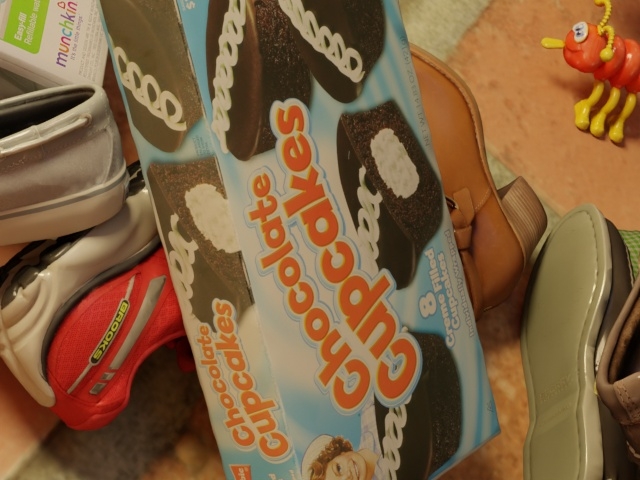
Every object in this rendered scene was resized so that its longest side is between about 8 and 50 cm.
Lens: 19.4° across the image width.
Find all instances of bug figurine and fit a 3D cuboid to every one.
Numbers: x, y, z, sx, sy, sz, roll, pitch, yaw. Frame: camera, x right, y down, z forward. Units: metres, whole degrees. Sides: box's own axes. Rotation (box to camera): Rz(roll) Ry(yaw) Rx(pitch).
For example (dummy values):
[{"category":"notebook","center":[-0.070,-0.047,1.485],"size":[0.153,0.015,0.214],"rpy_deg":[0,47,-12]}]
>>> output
[{"category":"bug figurine","center":[0.252,-0.199,1.459],"size":[0.216,0.072,0.279],"rpy_deg":[16,51,-28]}]

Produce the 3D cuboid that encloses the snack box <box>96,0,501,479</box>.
[{"category":"snack box","center":[-0.004,-0.008,1.029],"size":[0.187,0.060,0.322],"rpy_deg":[-27,106,-49]}]

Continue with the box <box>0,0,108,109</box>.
[{"category":"box","center":[-0.232,-0.187,1.046],"size":[0.231,0.127,0.262],"rpy_deg":[21,49,-23]}]

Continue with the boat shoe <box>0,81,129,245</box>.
[{"category":"boat shoe","center":[-0.210,-0.035,0.936],"size":[0.227,0.081,0.079],"rpy_deg":[-12,26,-16]}]

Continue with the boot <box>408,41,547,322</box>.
[{"category":"boot","center":[0.054,-0.035,1.189],"size":[0.197,0.073,0.152],"rpy_deg":[46,43,-1]}]

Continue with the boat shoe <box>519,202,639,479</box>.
[{"category":"boat shoe","center":[0.176,0.084,1.196],"size":[0.068,0.081,0.228],"rpy_deg":[24,55,-25]}]

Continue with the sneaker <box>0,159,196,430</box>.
[{"category":"sneaker","center":[-0.078,0.013,1.060],"size":[0.279,0.107,0.118],"rpy_deg":[-41,106,-43]}]

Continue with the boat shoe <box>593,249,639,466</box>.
[{"category":"boat shoe","center":[0.250,0.018,1.162],"size":[0.097,0.116,0.324],"rpy_deg":[51,44,-21]}]

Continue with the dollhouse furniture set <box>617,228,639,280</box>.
[{"category":"dollhouse furniture set","center":[0.317,0.091,1.240],"size":[0.197,0.151,0.302],"rpy_deg":[4,57,-35]}]
